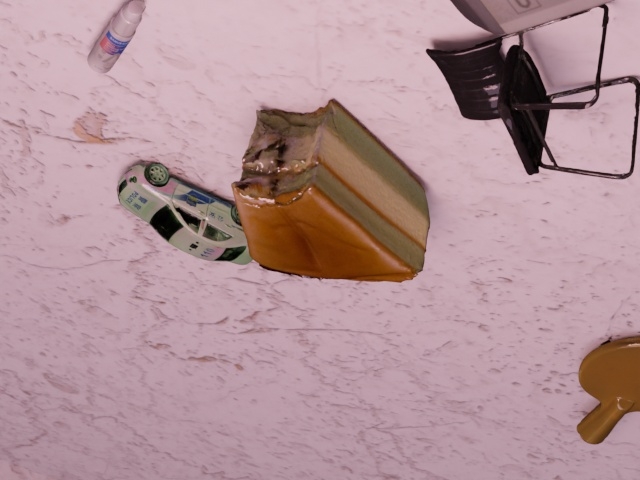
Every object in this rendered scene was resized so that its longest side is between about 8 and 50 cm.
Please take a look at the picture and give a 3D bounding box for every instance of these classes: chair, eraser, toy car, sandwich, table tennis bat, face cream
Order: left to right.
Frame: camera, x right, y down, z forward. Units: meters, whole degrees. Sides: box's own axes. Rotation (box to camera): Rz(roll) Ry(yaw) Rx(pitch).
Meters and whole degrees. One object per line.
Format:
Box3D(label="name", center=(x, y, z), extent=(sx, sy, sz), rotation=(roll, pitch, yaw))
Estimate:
Box3D(label="face cream", center=(-0.245, -0.249, 1.594), extent=(0.034, 0.034, 0.130), rotation=(25, 145, -18))
Box3D(label="toy car", center=(-0.186, -0.030, 1.872), extent=(0.224, 0.076, 0.090), rotation=(25, 147, -18))
Box3D(label="sandwich", center=(0.021, -0.062, 1.670), extent=(0.227, 0.155, 0.198), rotation=(6, 147, 11))
Box3D(label="chair", center=(0.228, -0.153, 1.468), extent=(0.221, 0.145, 0.140), rotation=(-5, 143, 28))
Box3D(label="eraser", center=(0.273, -0.285, 1.324), extent=(0.352, 0.061, 0.089), rotation=(-15, 138, 36))
Box3D(label="table tennis bat", center=(0.485, 0.239, 2.068), extent=(0.198, 0.050, 0.321), rotation=(14, 145, -7))

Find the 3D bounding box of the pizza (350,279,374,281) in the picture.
Box3D(label="pizza", center=(0.000, 0.000, 1.872), extent=(0.182, 0.062, 0.161), rotation=(7, 154, 19))
